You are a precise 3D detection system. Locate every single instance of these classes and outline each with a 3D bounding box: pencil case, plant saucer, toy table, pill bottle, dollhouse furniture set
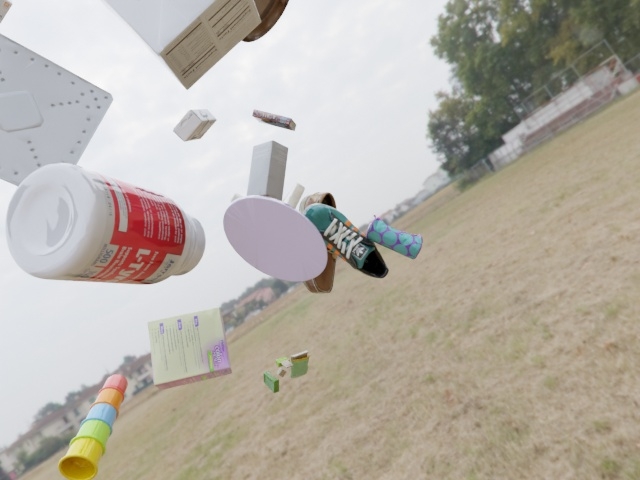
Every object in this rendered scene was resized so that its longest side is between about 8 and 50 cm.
[{"bbox_3d":[0.199,-0.008,1.311,0.064,0.152,0.070,-19,-48,-78],"label":"pencil case"},{"bbox_3d":[-0.215,-0.870,1.764,0.310,0.050,0.310,-47,-8,-8],"label":"plant saucer"},{"bbox_3d":[-0.115,-0.022,1.236,0.252,0.274,0.161,-42,18,9],"label":"toy table"},{"bbox_3d":[-0.443,-0.016,1.091,0.229,0.229,0.408,-34,-17,13],"label":"pill bottle"},{"bbox_3d":[-0.079,0.365,1.348,0.152,0.076,0.059,-10,22,-36],"label":"dollhouse furniture set"}]

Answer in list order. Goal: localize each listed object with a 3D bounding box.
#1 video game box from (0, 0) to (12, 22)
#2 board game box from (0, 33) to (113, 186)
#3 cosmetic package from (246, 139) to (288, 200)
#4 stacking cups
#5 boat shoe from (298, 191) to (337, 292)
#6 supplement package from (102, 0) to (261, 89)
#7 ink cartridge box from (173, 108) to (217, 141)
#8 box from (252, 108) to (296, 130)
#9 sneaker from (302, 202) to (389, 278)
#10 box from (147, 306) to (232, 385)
[{"bbox_3d":[-1.018,-0.660,1.367,0.187,0.048,0.205,-51,-40,10],"label":"video game box"},{"bbox_3d":[-0.855,-0.353,1.368,0.050,0.390,0.389,-26,43,56],"label":"board game box"},{"bbox_3d":[-0.217,-0.275,1.990,0.127,0.237,0.107,-3,-13,41],"label":"cosmetic package"},{"bbox_3d":[-0.600,0.499,1.335,0.096,0.096,0.316,-33,20,11],"label":"stacking cups"},{"bbox_3d":[0.000,0.000,1.503,0.123,0.323,0.120,4,-15,-35],"label":"boat shoe"},{"bbox_3d":[-0.280,-0.460,0.903,0.204,0.262,0.145,-44,-9,-2],"label":"supplement package"},{"bbox_3d":[-0.421,-0.389,1.639,0.099,0.056,0.135,-43,5,19],"label":"ink cartridge box"},{"bbox_3d":[-0.159,-0.416,1.686,0.094,0.137,0.027,-6,-69,-82],"label":"box"},{"bbox_3d":[0.081,0.004,1.353,0.108,0.302,0.121,-54,28,-2],"label":"sneaker"},{"bbox_3d":[-0.440,0.365,1.647,0.243,0.213,0.117,-11,-23,-11],"label":"box"}]
